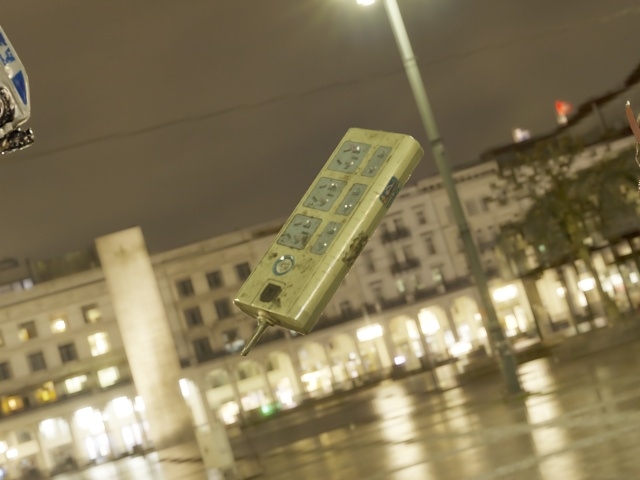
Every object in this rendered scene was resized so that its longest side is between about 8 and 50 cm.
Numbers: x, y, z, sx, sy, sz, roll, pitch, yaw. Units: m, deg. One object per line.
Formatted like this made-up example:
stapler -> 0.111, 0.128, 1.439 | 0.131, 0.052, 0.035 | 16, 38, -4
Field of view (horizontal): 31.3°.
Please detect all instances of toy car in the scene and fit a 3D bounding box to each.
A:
toy car -> -0.323, -0.161, 1.072 | 0.070, 0.170, 0.080 | -31, 10, -25

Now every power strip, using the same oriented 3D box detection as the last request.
power strip -> 0.000, 0.000, 1.081 | 0.092, 0.268, 0.034 | 14, -27, 45

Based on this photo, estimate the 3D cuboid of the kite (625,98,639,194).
kite -> 0.188, 0.041, 0.534 | 0.016, 0.229, 0.127 | -21, -26, 9
